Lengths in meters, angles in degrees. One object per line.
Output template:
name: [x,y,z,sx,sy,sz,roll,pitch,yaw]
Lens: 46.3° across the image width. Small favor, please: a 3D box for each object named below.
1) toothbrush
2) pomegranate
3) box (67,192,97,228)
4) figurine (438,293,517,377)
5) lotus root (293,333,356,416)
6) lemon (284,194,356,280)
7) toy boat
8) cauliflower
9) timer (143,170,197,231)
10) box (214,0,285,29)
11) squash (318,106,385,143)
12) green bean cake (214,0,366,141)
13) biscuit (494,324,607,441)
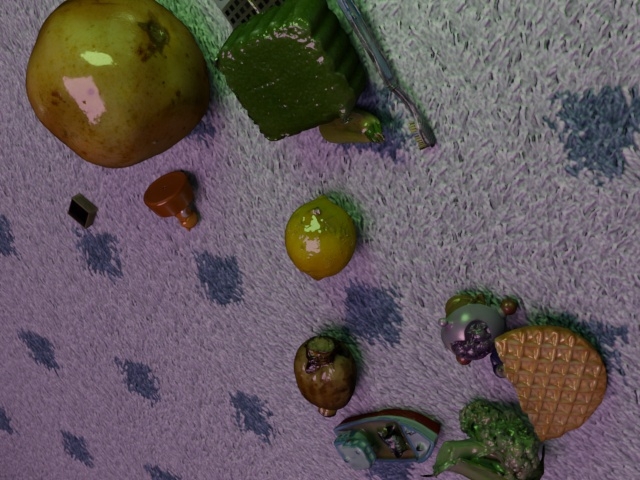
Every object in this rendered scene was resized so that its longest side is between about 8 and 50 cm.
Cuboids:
toothbrush: [0.121,-0.359,1.516,0.042,0.035,0.413,-17,113,43]
pomegranate: [-0.460,-0.352,1.708,0.416,0.416,0.417,17,125,25]
box: [-0.729,-0.088,2.286,0.079,0.035,0.083,38,131,8]
figurine: [0.384,0.241,1.671,0.194,0.133,0.274,-31,100,28]
lotus root: [0.014,0.357,1.986,0.169,0.141,0.314,22,137,25]
lemon: [0.000,0.000,1.753,0.173,0.173,0.206,22,123,22]
toy boat: [0.175,0.539,1.992,0.332,0.133,0.145,-18,105,40]
cauliflower: [0.374,0.500,1.736,0.256,0.315,0.239,168,106,-68]
timer: [-0.381,-0.088,2.010,0.132,0.132,0.152,2,138,34]
box: [-0.091,-0.552,1.559,0.325,0.047,0.180,-31,97,41]
squash: [0.085,-0.243,1.613,0.200,0.075,0.090,20,111,50]
green bean cake: [-0.056,-0.357,1.556,0.250,0.156,0.247,-16,124,32]
biscuit: [0.512,0.301,1.614,0.204,0.040,0.309,-23,115,11]
